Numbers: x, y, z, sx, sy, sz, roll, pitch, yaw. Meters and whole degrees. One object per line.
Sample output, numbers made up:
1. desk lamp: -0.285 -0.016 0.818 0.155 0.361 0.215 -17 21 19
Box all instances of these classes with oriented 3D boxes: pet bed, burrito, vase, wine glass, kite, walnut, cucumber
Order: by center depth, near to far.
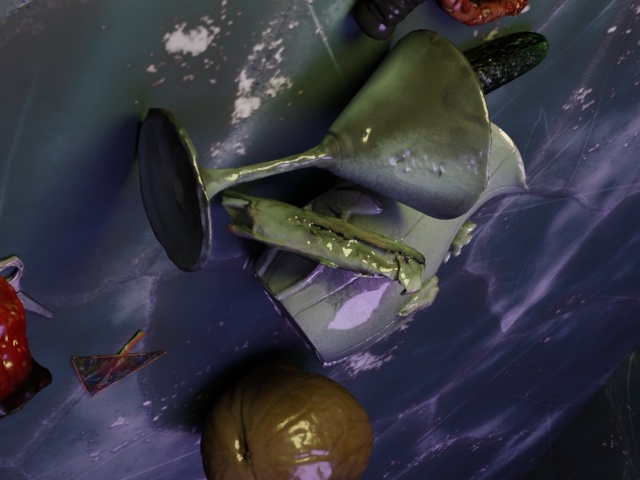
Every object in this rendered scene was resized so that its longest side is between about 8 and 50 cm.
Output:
1. wine glass: -0.011 -0.104 1.414 0.406 0.267 0.267 -18 146 -28
2. pet bed: 0.238 -0.377 1.497 0.201 0.053 0.201 -25 144 -20
3. burrito: 0.001 -0.003 1.540 0.096 0.309 0.066 -53 162 -70
4. cucumber: 0.248 -0.260 1.660 0.241 0.074 0.074 -28 150 -21
5. vase: 0.114 -0.019 1.708 0.445 0.250 0.250 -39 152 -6
6. kite: -0.324 0.198 1.740 0.190 0.010 0.159 0 133 -50
7. walnut: -0.056 0.372 2.025 0.333 0.333 0.333 -28 150 -18

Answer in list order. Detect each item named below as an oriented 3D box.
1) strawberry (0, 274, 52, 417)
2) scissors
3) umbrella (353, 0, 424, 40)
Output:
1. strawberry: -0.478 0.094 1.193 0.291 0.310 0.292 -30 -179 0
2. scissors: -0.404 0.077 1.466 0.100 0.015 0.189 -41 153 0
3. umbrella: 0.155 -0.392 1.342 0.113 0.106 0.358 21 132 -27
